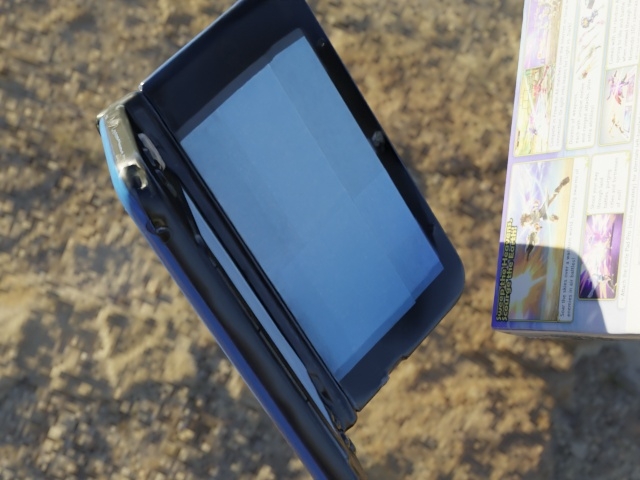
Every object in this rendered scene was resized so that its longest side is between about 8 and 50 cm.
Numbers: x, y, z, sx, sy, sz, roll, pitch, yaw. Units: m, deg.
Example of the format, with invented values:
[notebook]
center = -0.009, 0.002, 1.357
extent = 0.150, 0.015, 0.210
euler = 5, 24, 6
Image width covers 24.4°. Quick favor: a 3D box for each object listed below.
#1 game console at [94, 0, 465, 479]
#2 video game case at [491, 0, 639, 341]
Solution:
[game console]
center = 0.000, 0.000, 0.985
extent = 0.293, 0.173, 0.250
euler = 57, 0, -21
[video game case]
center = 0.223, -0.066, 0.994
extent = 0.061, 0.269, 0.244
euler = 10, -7, -31
